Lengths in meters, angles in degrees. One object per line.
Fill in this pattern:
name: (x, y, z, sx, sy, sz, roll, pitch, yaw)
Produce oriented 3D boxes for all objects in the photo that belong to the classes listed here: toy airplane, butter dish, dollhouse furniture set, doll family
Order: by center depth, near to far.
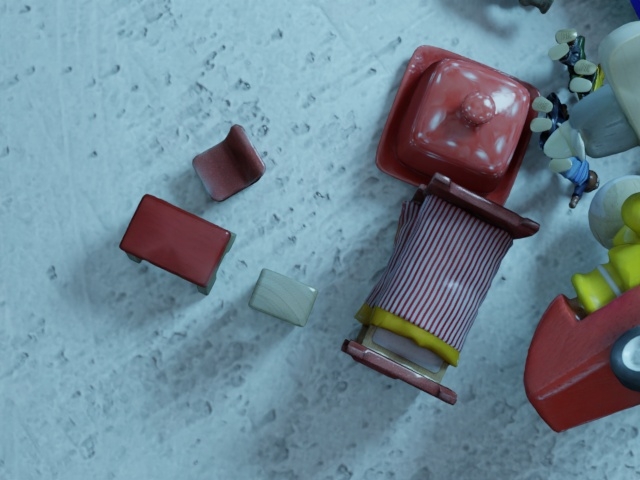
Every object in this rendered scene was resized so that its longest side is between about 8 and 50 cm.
toy airplane: (0.377, -0.010, 0.839, 0.384, 0.272, 0.386, -3, 113, -22)
dollhouse furniture set: (0.000, 0.000, 0.899, 0.374, 0.152, 0.201, 25, 84, -1)
butter dish: (0.158, -0.130, 0.937, 0.159, 0.118, 0.160, 21, 84, -2)
doll family: (0.282, -0.133, 0.959, 0.076, 0.111, 0.193, 19, 87, 29)

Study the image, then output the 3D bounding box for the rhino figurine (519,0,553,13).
rhino figurine: (0.238, -0.380, 0.988, 0.106, 0.073, 0.243, 19, 83, -4)

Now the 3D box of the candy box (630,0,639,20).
candy box: (0.429, -0.344, 0.881, 0.122, 0.268, 0.317, -23, 88, -36)
